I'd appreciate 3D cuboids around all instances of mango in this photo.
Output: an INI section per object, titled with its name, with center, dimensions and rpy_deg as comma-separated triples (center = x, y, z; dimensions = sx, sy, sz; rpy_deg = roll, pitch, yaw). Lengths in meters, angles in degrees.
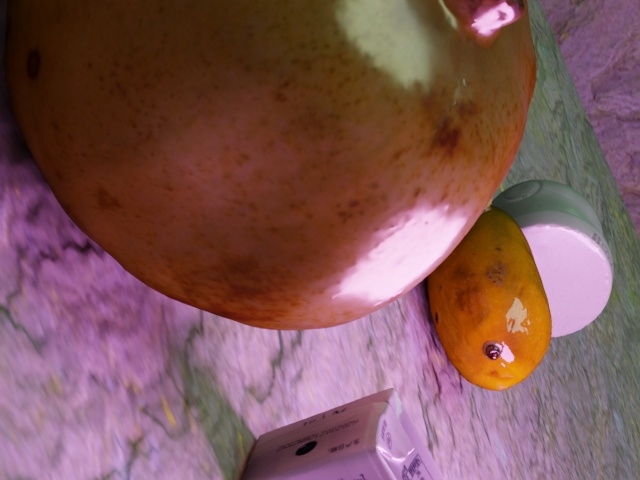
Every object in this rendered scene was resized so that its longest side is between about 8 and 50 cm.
[mango]
center = 0.207, 0.058, 1.850
dimensions = 0.359, 0.144, 0.187
rpy_deg = -92, 168, -59

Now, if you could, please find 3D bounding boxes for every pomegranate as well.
[pomegranate]
center = -0.018, -0.143, 1.077
dimensions = 0.417, 0.416, 0.417
rpy_deg = 53, 24, -37

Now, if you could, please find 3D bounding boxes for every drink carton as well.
[drink carton]
center = 0.042, 0.249, 1.212
dimensions = 0.222, 0.134, 0.102
rpy_deg = 61, 23, -18

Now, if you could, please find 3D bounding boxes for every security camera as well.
[security camera]
center = 0.329, 0.010, 2.155
dimensions = 0.194, 0.194, 0.236
rpy_deg = 60, 18, -21

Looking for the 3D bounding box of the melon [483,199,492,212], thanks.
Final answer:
[melon]
center = 0.106, -0.164, 1.716
dimensions = 0.331, 0.226, 0.343
rpy_deg = -123, -151, -64
